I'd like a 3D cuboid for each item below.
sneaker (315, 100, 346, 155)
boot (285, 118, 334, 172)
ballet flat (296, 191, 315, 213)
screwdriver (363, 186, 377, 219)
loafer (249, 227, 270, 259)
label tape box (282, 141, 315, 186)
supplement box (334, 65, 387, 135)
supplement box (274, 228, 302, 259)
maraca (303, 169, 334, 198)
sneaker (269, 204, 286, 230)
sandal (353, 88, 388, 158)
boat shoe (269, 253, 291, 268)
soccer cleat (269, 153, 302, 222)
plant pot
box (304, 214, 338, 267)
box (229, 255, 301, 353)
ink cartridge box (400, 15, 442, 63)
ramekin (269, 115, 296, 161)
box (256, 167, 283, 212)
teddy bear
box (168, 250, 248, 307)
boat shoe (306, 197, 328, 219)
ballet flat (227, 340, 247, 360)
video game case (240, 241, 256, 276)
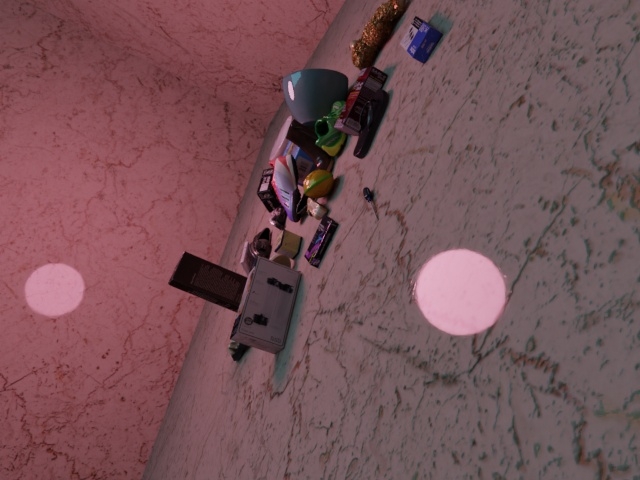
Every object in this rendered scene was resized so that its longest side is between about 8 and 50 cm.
[{"bbox_3d":[0.047,-0.467,1.927,0.109,0.124,0.295,-48,24,47],"label":"sneaker"},{"bbox_3d":[-0.049,-0.358,1.927,0.090,0.207,0.248,-47,25,48],"label":"boot"},{"bbox_3d":[-0.049,-0.173,1.921,0.049,0.057,0.173,-32,-29,-52],"label":"ballet flat"},{"bbox_3d":[0.138,-0.102,1.341,0.024,0.025,0.170,-57,18,27],"label":"screwdriver"},{"bbox_3d":[-0.285,0.011,2.357,0.084,0.096,0.267,-53,18,16],"label":"loafer"},{"bbox_3d":[-0.094,-0.402,2.295,0.240,0.106,0.333,-64,17,9],"label":"label tape box"},{"bbox_3d":[0.145,-0.508,1.775,0.239,0.073,0.130,-63,17,7],"label":"supplement box"},{"bbox_3d":[-0.124,0.015,1.870,0.056,0.083,0.083,-47,25,46],"label":"supplement box"},{"bbox_3d":[-0.009,-0.205,1.793,0.127,0.099,0.186,-29,0,-4],"label":"maraca"},{"bbox_3d":[-0.196,-0.118,2.298,0.077,0.072,0.178,-49,27,18],"label":"sneaker"},{"bbox_3d":[0.160,-0.398,1.611,0.097,0.054,0.254,-13,55,69],"label":"sandal"},{"bbox_3d":[-0.208,0.184,1.853,0.302,0.113,0.103,-66,22,4],"label":"boat shoe"},{"bbox_3d":[-0.147,-0.214,2.052,0.108,0.117,0.318,60,-160,-67],"label":"soccer cleat"},{"bbox_3d":[-0.021,-0.598,2.113,0.290,0.290,0.195,170,99,-70],"label":"plant pot"},{"bbox_3d":[0.000,0.000,1.612,0.162,0.029,0.116,-63,17,5],"label":"box"},{"bbox_3d":[-0.181,0.216,1.640,0.087,0.169,0.289,-46,27,54],"label":"box"},{"bbox_3d":[0.304,-0.618,1.485,0.097,0.046,0.207,-59,19,28],"label":"ink cartridge box"},{"bbox_3d":[-0.165,-0.533,2.649,0.273,0.127,0.273,-56,19,31],"label":"ramekin"},{"bbox_3d":[-0.243,-0.257,2.464,0.078,0.147,0.180,-9,46,20],"label":"box"},{"bbox_3d":[0.221,-0.854,1.945,0.338,0.113,0.245,-48,22,45],"label":"teddy bear"},{"bbox_3d":[-0.448,0.194,2.097,0.191,0.381,0.143,-27,42,65],"label":"box"},{"bbox_3d":[-0.024,-0.114,1.777,0.059,0.063,0.170,-58,18,5],"label":"boat shoe"},{"bbox_3d":[-0.339,0.431,1.992,0.203,0.074,0.074,-50,23,43],"label":"ballet flat"},{"bbox_3d":[-0.338,0.108,2.333,0.143,0.019,0.157,-85,-19,-47],"label":"video game case"}]
